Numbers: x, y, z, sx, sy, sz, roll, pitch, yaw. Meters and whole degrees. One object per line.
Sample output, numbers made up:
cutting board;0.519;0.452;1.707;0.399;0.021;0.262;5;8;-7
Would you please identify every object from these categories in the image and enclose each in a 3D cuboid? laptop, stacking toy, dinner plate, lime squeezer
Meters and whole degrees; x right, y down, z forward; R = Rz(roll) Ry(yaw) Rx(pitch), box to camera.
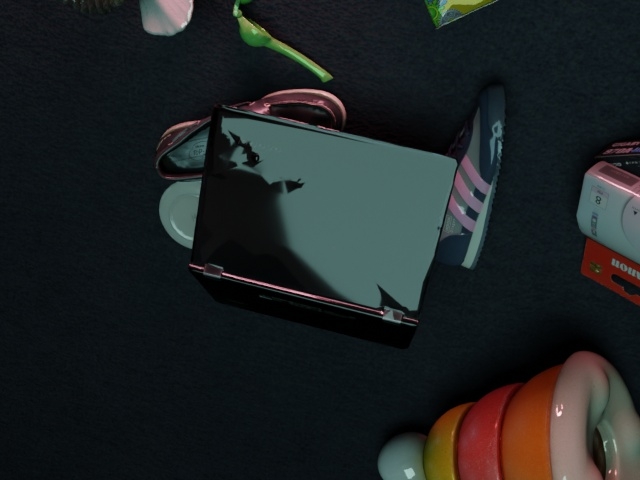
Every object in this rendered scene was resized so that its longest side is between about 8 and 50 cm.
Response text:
laptop;0.000;0.000;1.399;0.381;0.408;0.237;14;75;6
stacking toy;0.301;0.388;1.483;0.479;0.350;0.351;-11;114;36
dinner plate;-0.229;-0.043;1.514;0.141;0.017;0.141;4;116;9
lime squeezer;-0.090;-0.374;1.297;0.109;0.059;0.311;-16;110;20

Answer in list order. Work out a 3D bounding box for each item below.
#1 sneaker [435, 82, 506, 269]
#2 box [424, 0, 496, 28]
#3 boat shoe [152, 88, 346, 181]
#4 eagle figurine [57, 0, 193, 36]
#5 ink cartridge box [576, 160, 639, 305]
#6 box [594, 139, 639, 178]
sneaker;0.215;-0.100;1.329;0.131;0.112;0.319;10;117;6
box;0.178;-0.461;1.060;0.177;0.290;0.279;-21;110;21
boat shoe;-0.127;-0.163;1.375;0.339;0.113;0.127;-5;114;15
eagle figurine;-0.313;-0.444;1.223;0.225;0.298;0.227;12;85;49
ink cartridge box;0.479;0.016;1.276;0.189;0.066;0.232;35;139;37
box;0.532;-0.066;1.231;0.175;0.051;0.220;60;157;-17
